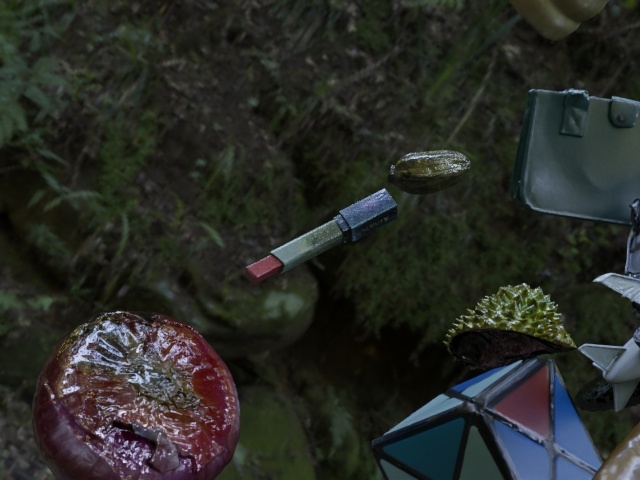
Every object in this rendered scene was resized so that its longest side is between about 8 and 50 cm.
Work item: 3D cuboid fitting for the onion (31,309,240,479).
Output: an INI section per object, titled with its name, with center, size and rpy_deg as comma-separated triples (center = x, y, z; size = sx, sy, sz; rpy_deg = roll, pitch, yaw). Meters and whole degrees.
[onion]
center = -0.309, 0.291, 1.578
size = 0.347, 0.285, 0.348
rpy_deg = 17, 45, -18

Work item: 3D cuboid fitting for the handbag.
[handbag]
center = 0.525, -0.147, 1.765
size = 0.326, 0.239, 0.089
rpy_deg = 8, 8, 0

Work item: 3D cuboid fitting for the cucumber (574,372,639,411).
[cucumber]
center = 0.522, 0.231, 1.589
size = 0.081, 0.072, 0.303
rpy_deg = 19, -28, -10

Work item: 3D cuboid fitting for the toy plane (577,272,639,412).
[toy plane]
center = 0.487, 0.127, 1.319
size = 0.251, 0.255, 0.101
rpy_deg = 55, 2, -18

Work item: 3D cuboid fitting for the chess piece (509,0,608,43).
[chess piece]
center = 0.317, -0.308, 0.901
size = 0.137, 0.300, 0.137
rpy_deg = 33, 43, -39

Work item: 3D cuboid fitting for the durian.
[durian]
center = 0.254, 0.104, 1.357
size = 0.119, 0.108, 0.186
rpy_deg = 37, -37, -29

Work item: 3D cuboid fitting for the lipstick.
[lipstick]
center = 0.000, 0.000, 1.810
size = 0.051, 0.312, 0.051
rpy_deg = 56, -14, 28

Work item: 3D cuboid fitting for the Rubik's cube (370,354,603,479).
[Rubik's cube]
center = 0.272, 0.355, 1.544
size = 0.246, 0.250, 0.248
rpy_deg = -20, 81, -48

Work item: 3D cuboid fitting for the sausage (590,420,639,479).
[sausage]
center = 0.466, 0.207, 1.137
size = 0.500, 0.136, 0.123
rpy_deg = -29, 86, -40

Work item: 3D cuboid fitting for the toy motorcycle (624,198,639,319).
[toy motorcycle]
center = 0.573, 0.032, 1.624
size = 0.090, 0.263, 0.157
rpy_deg = -6, -37, 41

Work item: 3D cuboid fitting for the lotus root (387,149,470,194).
[lotus root]
center = 0.229, -0.144, 2.047
size = 0.179, 0.089, 0.080
rpy_deg = -6, -11, 4
